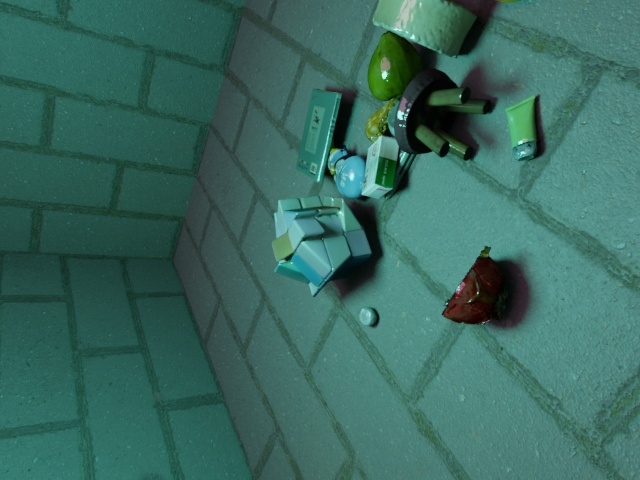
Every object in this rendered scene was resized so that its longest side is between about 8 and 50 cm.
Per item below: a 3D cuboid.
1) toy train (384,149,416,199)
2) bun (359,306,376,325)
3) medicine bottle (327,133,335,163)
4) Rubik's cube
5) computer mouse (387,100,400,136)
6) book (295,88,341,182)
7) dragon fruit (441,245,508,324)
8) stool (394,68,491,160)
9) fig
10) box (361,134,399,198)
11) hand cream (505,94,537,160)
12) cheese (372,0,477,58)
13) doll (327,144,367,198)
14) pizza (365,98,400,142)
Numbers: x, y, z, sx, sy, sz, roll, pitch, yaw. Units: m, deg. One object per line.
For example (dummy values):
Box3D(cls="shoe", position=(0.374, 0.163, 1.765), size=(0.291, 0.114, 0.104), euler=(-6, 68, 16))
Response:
Box3D(cls="toy train", position=(0.283, -0.257, 1.781), size=(0.055, 0.048, 0.251), euler=(57, 131, 45))
Box3D(cls="bun", position=(0.184, 0.291, 1.863), size=(0.083, 0.045, 0.083), euler=(-13, 75, 58))
Box3D(cls="medicine bottle", position=(0.018, -0.498, 2.177), size=(0.111, 0.076, 0.308), euler=(-22, 68, 58))
Box3D(cls="Rubik's cube", position=(0.000, 0.000, 1.893), size=(0.387, 0.359, 0.367), euler=(-53, 51, 58))
Box3D(cls="computer mouse", position=(0.333, -0.460, 1.713), size=(0.231, 0.079, 0.127), euler=(-38, 52, 29))
Box3D(cls="book", position=(-0.016, -0.467, 2.123), size=(0.264, 0.031, 0.378), euler=(40, 121, 56))
Box3D(cls="dragon fruit", position=(0.462, 0.159, 1.374), size=(0.148, 0.218, 0.223), euler=(35, 77, 20))
Box3D(cls="stool", position=(0.374, -0.373, 1.491), size=(0.179, 0.272, 0.271), euler=(32, 113, 37))
Box3D(cls="fig", position=(0.253, -0.615, 1.706), size=(0.203, 0.203, 0.225), euler=(6, 123, 56))
Box3D(cls="box", position=(0.220, -0.268, 1.784), size=(0.135, 0.081, 0.198), euler=(145, 134, -72))
Box3D(cls="hand cream", position=(0.571, -0.311, 1.367), size=(0.095, 0.046, 0.174), euler=(-21, 62, 54))
Box3D(cls="cheese", position=(0.323, -0.724, 1.563), size=(0.153, 0.293, 0.332), euler=(-67, 31, 26))
Box3D(cls="doll", position=(0.112, -0.274, 1.956), size=(0.314, 0.141, 0.177), euler=(-128, 39, -52))
Box3D(cls="pizza", position=(0.249, -0.467, 1.843), size=(0.199, 0.062, 0.188), euler=(-47, 26, 32))
